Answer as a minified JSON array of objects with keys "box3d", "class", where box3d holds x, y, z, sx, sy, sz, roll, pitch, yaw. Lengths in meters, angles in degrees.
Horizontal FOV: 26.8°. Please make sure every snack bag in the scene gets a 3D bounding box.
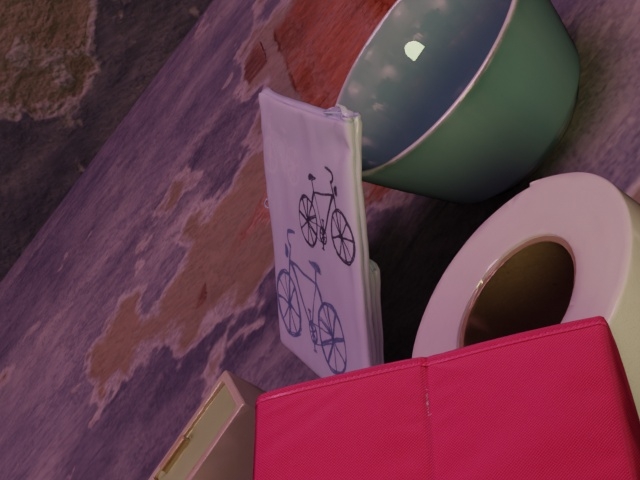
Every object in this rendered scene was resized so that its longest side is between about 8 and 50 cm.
[{"box3d":[0.000,0.000,1.523,0.323,0.037,0.343,-150,52,-68],"class":"snack bag"}]

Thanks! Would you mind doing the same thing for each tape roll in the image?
[{"box3d":[0.213,0.090,1.080,0.246,0.169,0.246,-44,27,28],"class":"tape roll"}]

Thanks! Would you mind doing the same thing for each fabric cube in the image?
[{"box3d":[0.108,0.249,0.883,0.259,0.254,0.258,-14,40,14],"class":"fabric cube"}]

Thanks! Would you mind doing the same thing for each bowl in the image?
[{"box3d":[0.166,-0.164,1.489,0.311,0.163,0.312,-43,29,30],"class":"bowl"}]

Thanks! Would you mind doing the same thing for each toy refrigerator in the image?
[{"box3d":[-0.149,0.298,1.614,0.270,0.094,0.102,-55,24,6],"class":"toy refrigerator"}]
